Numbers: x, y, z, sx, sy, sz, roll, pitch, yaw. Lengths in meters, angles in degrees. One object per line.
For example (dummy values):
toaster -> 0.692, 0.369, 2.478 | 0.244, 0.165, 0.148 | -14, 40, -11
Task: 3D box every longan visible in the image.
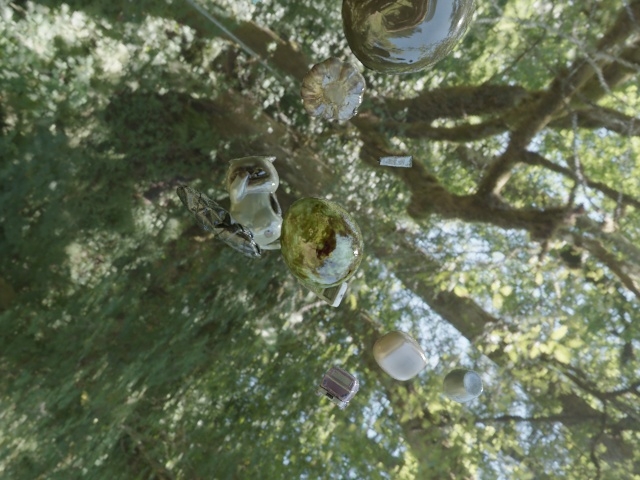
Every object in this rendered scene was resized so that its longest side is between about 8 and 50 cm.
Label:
longan -> 0.243, -0.642, 1.625 | 0.404, 0.336, 0.404 | -33, 170, -6

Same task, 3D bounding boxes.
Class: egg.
egg -> 0.000, 0.000, 1.712 | 0.238, 0.290, 0.238 | -14, -146, 10

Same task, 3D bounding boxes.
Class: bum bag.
bum bag -> -0.325, -0.058, 1.882 | 0.095, 0.340, 0.144 | -49, 179, -14

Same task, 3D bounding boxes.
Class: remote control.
remote control -> 0.004, 0.160, 2.266 | 0.250, 0.034, 0.103 | 32, -81, 49

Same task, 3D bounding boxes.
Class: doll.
doll -> -0.253, -0.146, 2.242 | 0.214, 0.371, 0.226 | -8, 178, 9

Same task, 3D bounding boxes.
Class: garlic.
garlic -> 0.043, -0.557, 2.193 | 0.245, 0.245, 0.160 | -50, -160, 17

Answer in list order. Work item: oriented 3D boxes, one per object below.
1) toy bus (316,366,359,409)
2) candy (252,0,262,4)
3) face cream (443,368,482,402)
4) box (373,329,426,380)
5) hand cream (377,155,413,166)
toy bus -> 0.080, 0.617, 2.496 | 0.142, 0.142, 0.202 | -58, 165, -8
candy -> -0.182, -0.931, 1.789 | 0.262, 0.398, 0.172 | -20, -134, 12
face cream -> 0.493, 0.501, 2.055 | 0.104, 0.117, 0.117 | -31, -156, 53
box -> 0.259, 0.375, 1.933 | 0.146, 0.200, 0.088 | -37, -147, 9
hand cream -> 0.194, -0.207, 1.546 | 0.019, 0.093, 0.030 | -128, -140, -82
